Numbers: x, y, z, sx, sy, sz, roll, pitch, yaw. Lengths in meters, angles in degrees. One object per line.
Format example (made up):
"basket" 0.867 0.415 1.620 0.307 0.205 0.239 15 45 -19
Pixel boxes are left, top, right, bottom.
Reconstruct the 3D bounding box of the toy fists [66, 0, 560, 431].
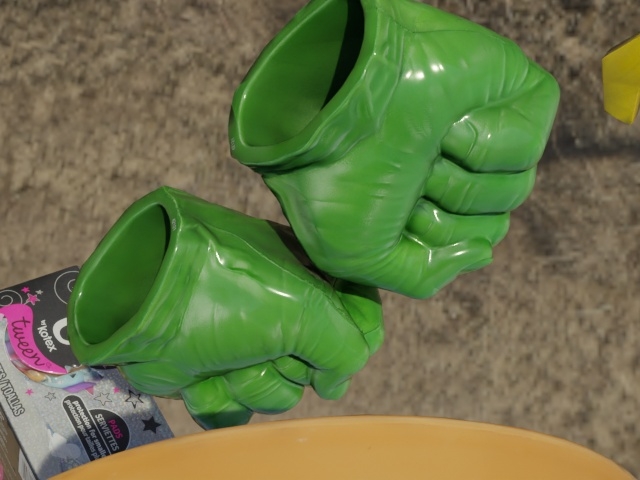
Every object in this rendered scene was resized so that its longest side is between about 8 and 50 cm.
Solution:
"toy fists" 0.000 0.000 0.617 0.142 0.096 0.279 21 126 -36

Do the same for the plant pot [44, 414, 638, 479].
"plant pot" 0.003 0.219 0.449 0.291 0.203 0.291 -4 144 -3

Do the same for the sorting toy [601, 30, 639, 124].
"sorting toy" 0.284 -0.153 0.697 0.307 0.041 0.229 -34 99 38

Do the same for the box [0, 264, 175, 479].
"box" -0.257 0.177 1.239 0.142 0.247 0.163 -20 149 -28
